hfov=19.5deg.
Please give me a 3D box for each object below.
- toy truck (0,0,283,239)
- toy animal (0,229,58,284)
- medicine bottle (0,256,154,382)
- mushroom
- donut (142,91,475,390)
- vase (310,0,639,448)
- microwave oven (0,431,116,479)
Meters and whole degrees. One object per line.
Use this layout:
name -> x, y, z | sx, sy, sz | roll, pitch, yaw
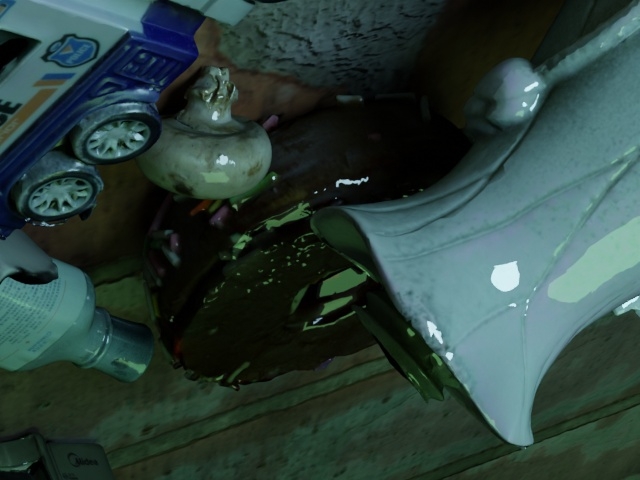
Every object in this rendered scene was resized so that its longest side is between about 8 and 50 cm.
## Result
toy truck -> -0.129, -0.124, 0.881 | 0.155, 0.124, 0.268 | 12, 137, -46
toy animal -> -0.261, 0.026, 1.017 | 0.179, 0.138, 0.166 | -34, 123, 13
medicine bottle -> -0.195, 0.043, 1.177 | 0.090, 0.054, 0.208 | -38, 139, 26
mushroom -> -0.070, -0.066, 1.121 | 0.085, 0.085, 0.079 | -6, 114, -36
donut -> 0.000, 0.000, 1.268 | 0.269, 0.103, 0.270 | -19, 155, -9
vase -> 0.208, -0.076, 1.095 | 0.445, 0.250, 0.250 | -40, 155, -2
microwave oven -> -0.328, 0.306, 1.409 | 0.286, 0.218, 0.355 | -41, 151, 27
